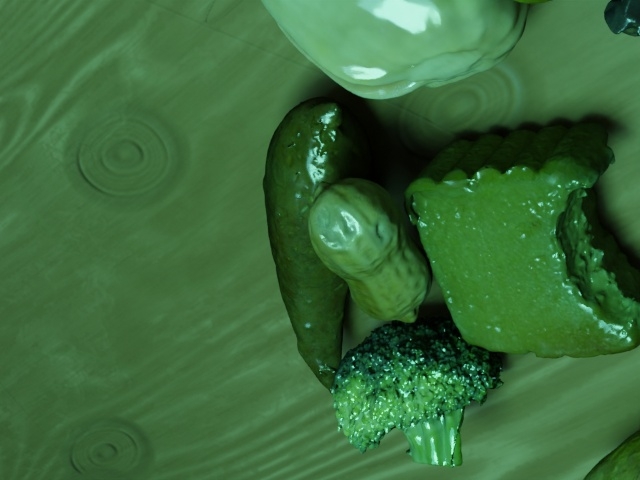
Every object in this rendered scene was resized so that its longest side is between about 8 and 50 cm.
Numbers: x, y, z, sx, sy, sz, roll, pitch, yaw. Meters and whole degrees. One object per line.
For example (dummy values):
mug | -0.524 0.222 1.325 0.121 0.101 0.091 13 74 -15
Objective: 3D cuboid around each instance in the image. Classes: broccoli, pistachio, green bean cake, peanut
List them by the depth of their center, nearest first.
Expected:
pistachio | 0.052 -0.260 1.481 0.318 0.214 0.193 32 178 20
green bean cake | 0.234 -0.001 1.591 0.233 0.124 0.236 -2 121 37
peanut | 0.058 0.014 1.621 0.101 0.117 0.263 -23 143 12
broccoli | 0.119 0.172 1.755 0.226 0.198 0.176 21 119 43

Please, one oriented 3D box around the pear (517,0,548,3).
pear | 0.133 -0.347 1.286 0.253 0.253 0.307 -43 68 46

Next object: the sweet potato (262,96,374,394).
sweet potato | -0.003 -0.001 1.754 0.130 0.130 0.423 21 134 20

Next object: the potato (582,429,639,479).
potato | 0.400 0.288 1.642 0.266 0.229 0.229 -26 106 47

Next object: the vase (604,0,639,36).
vase | 0.303 -0.253 1.364 0.120 0.120 0.183 29 148 13
